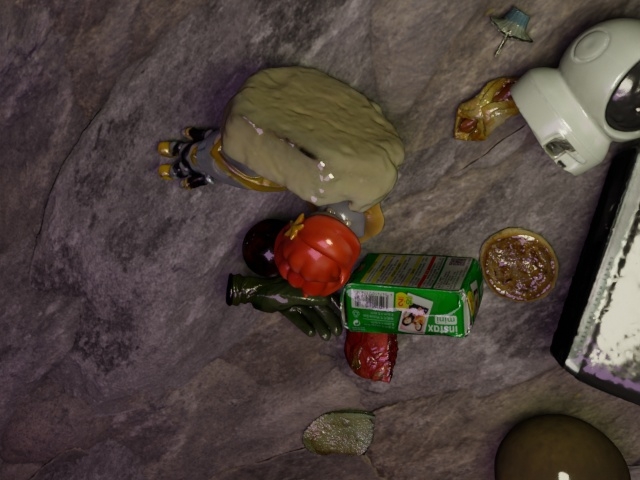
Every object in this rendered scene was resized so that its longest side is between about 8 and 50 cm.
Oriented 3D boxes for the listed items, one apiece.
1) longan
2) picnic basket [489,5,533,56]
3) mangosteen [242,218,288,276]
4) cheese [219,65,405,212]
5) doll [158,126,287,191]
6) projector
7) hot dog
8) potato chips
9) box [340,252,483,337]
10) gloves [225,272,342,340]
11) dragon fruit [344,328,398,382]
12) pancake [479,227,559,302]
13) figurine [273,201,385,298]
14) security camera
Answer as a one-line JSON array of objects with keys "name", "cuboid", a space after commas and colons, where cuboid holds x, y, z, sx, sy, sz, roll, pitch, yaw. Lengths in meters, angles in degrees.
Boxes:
[{"name": "longan", "cuboid": [0.470, 0.464, 1.560, 0.258, 0.258, 0.258, 9, 119, 17]}, {"name": "picnic basket", "cuboid": [0.308, -0.339, 1.299, 0.083, 0.065, 0.083, 32, 106, -2]}, {"name": "mangosteen", "cuboid": [-0.089, 0.021, 1.615, 0.140, 0.140, 0.140, 9, 119, 17]}, {"name": "cheese", "cuboid": [-0.013, -0.178, 1.363, 0.318, 0.327, 0.115, 60, 140, 37]}, {"name": "doll", "cuboid": [-0.181, -0.173, 1.556, 0.317, 0.145, 0.103, -2, 153, 29]}, {"name": "projector", "cuboid": [0.616, 0.085, 1.229, 0.405, 0.242, 0.394, 18, 92, 9]}, {"name": "hot dog", "cuboid": [0.286, -0.223, 1.367, 0.078, 0.061, 0.169, 46, 122, -4]}, {"name": "potato chips", "cuboid": [0.048, 0.453, 1.838, 0.142, 0.026, 0.209, 38, 121, 3]}, {"name": "box", "cuboid": [0.178, 0.103, 1.512, 0.250, 0.180, 0.102, 3, 114, 21]}, {"name": "gloves", "cuboid": [-0.068, 0.124, 1.658, 0.268, 0.107, 0.135, 20, 154, -3]}, {"name": "dragon fruit", "cuboid": [0.096, 0.212, 1.620, 0.127, 0.161, 0.120, -12, 114, 14]}, {"name": "pancake", "cuboid": [0.373, 0.049, 1.497, 0.158, 0.028, 0.158, 10, 118, 19]}, {"name": "figurine", "cuboid": [0.009, 0.002, 1.477, 0.208, 0.257, 0.180, -19, 108, 29]}, {"name": "security camera", "cuboid": [0.440, -0.236, 1.231, 0.236, 0.194, 0.194, -36, 100, 23]}]
